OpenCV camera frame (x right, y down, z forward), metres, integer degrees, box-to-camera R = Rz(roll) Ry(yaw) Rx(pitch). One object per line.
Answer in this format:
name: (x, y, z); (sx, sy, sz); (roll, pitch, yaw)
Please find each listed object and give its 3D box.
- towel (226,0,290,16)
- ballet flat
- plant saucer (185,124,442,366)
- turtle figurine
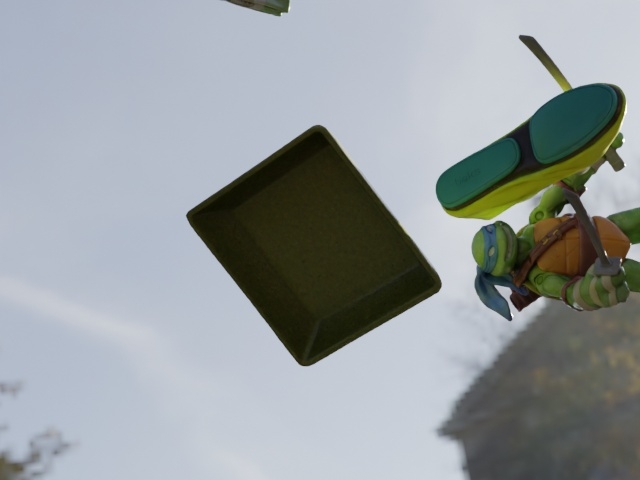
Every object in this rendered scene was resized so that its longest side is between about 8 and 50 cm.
towel: (-0.075, -0.264, 1.720); (0.152, 0.113, 0.023); (9, 3, -43)
ballet flat: (0.216, -0.081, 1.902); (0.231, 0.077, 0.077); (-30, -39, 33)
plant saucer: (0.000, 0.000, 1.819); (0.188, 0.188, 0.045); (-32, 9, 36)
turtle figurine: (0.296, -0.020, 1.883); (0.266, 0.198, 0.275); (7, -66, -18)
